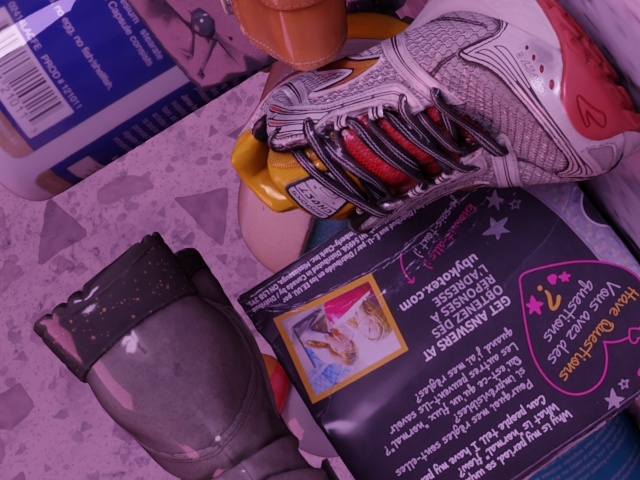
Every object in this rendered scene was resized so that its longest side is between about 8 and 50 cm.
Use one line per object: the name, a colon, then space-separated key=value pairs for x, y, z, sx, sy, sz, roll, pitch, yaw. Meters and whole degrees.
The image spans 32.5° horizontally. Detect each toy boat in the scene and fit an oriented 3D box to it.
toy boat: x=0.000 y=0.000 z=0.849 sx=0.148 sy=0.318 sz=0.267 roll=17 pitch=165 yaw=-1

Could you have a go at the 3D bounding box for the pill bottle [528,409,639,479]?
pill bottle: x=0.156 y=0.149 z=0.820 sx=0.264 sy=0.146 sz=0.146 roll=58 pitch=-178 yaw=-7

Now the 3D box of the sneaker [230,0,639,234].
sneaker: x=0.035 y=-0.038 z=0.422 sx=0.088 sy=0.092 sz=0.225 roll=49 pitch=164 yaw=-16

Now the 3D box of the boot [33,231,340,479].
boot: x=-0.045 y=0.087 z=0.504 sx=0.161 sy=0.083 sz=0.246 roll=51 pitch=176 yaw=1

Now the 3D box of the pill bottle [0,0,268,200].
pill bottle: x=-0.106 y=-0.151 z=0.675 sx=0.153 sy=0.265 sz=0.153 roll=59 pitch=-179 yaw=-2

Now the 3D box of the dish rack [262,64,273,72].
dish rack: x=-0.125 y=-0.292 z=0.881 sx=0.285 sy=0.072 sz=0.332 roll=59 pitch=-163 yaw=-29

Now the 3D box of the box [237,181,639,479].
box: x=0.079 y=0.056 z=0.589 sx=0.142 sy=0.163 sz=0.247 roll=56 pitch=180 yaw=11

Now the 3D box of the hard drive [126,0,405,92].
hard drive: x=-0.071 y=-0.202 z=0.510 sx=0.172 sy=0.054 sz=0.254 roll=-13 pitch=118 yaw=47

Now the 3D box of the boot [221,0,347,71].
boot: x=-0.017 y=-0.128 z=0.364 sx=0.197 sy=0.073 sz=0.152 roll=-84 pitch=-12 yaw=-65
